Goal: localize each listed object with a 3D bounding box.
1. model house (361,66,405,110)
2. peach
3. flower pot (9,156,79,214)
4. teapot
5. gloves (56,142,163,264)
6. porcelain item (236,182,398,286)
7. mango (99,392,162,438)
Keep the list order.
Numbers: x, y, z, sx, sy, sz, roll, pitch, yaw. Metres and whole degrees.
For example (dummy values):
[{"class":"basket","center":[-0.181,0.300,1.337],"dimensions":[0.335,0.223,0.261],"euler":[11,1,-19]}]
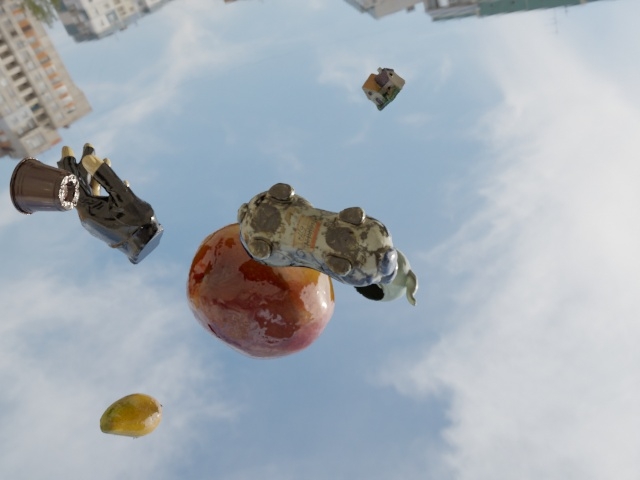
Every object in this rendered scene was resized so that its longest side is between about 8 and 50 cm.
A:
[{"class":"model house","center":[0.190,-0.474,1.968],"dimensions":[0.100,0.100,0.088],"euler":[-36,-164,53]},{"class":"peach","center":[-0.133,0.102,1.349],"dimensions":[0.307,0.332,0.308],"euler":[-10,-107,35]},{"class":"flower pot","center":[-0.510,-0.098,1.203],"dimensions":[0.089,0.111,0.111],"euler":[7,-142,11]},{"class":"teapot","center":[0.157,0.093,1.794],"dimensions":[0.294,0.193,0.129],"euler":[16,-127,28]},{"class":"gloves","center":[-0.472,-0.092,1.418],"dimensions":[0.152,0.301,0.197],"euler":[-27,170,-29]},{"class":"porcelain item","center":[0.000,0.000,1.119],"dimensions":[0.287,0.186,0.138],"euler":[14,-98,19]},{"class":"mango","center":[-0.432,0.404,1.477],"dimensions":[0.066,0.101,0.187],"euler":[-27,162,26]}]
